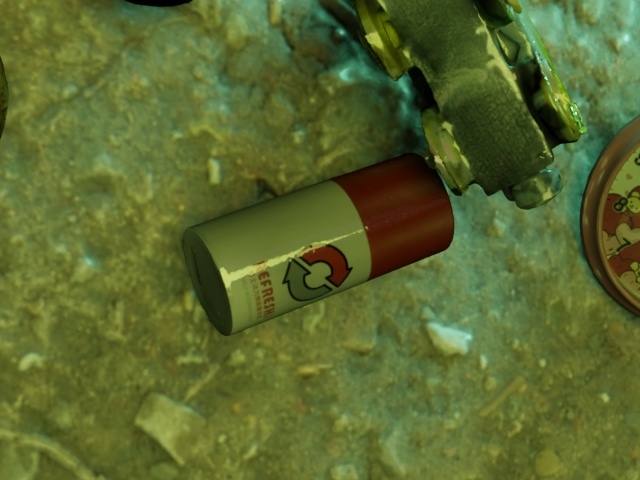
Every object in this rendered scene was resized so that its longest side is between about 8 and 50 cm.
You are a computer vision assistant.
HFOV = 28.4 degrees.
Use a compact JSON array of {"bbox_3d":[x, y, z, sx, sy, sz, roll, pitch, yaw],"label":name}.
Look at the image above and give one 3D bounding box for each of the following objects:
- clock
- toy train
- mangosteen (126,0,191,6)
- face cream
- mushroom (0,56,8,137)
[{"bbox_3d":[0.367,-0.026,1.200,0.244,0.056,0.244,0,111,1],"label":"clock"},{"bbox_3d":[0.127,-0.156,1.067,0.134,0.177,0.261,-25,103,19],"label":"toy train"},{"bbox_3d":[-0.136,-0.261,1.007,0.152,0.152,0.152,0,91,-21],"label":"mangosteen"},{"bbox_3d":[0.000,0.000,1.076,0.214,0.096,0.095,-20,98,-20],"label":"face cream"},{"bbox_3d":[-0.338,-0.131,0.915,0.231,0.194,0.138,57,33,-34],"label":"mushroom"}]
